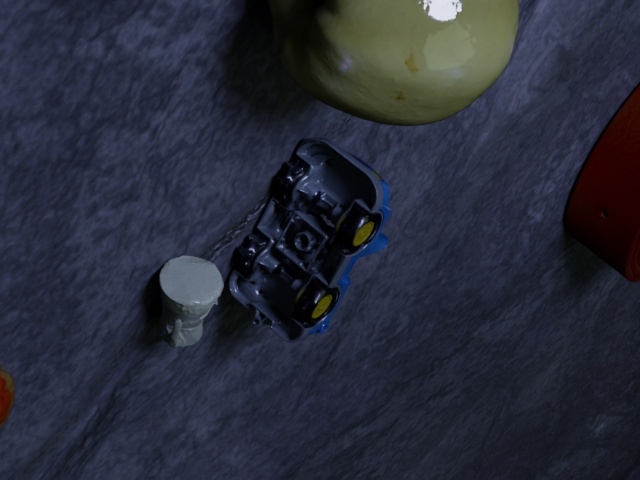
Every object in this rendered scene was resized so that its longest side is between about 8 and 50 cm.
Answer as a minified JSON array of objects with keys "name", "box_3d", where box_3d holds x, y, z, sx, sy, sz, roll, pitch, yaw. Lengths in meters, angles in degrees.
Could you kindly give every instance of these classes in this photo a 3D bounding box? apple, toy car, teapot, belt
[{"name":"apple","box_3d":[0.062,-0.180,1.172,0.200,0.200,0.200,-36,150,-25]},{"name":"toy car","box_3d":[0.000,0.000,1.398,0.100,0.097,0.191,-11,135,-57]},{"name":"teapot","box_3d":[-0.121,0.062,1.339,0.083,0.057,0.067,108,-1,-49]},{"name":"belt","box_3d":[0.445,-0.105,1.913,0.227,0.115,0.324,-10,133,-53]}]

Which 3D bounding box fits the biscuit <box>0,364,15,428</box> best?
[{"name":"biscuit","box_3d":[-0.401,0.243,1.130,0.368,0.076,0.394,6,120,-58]}]
